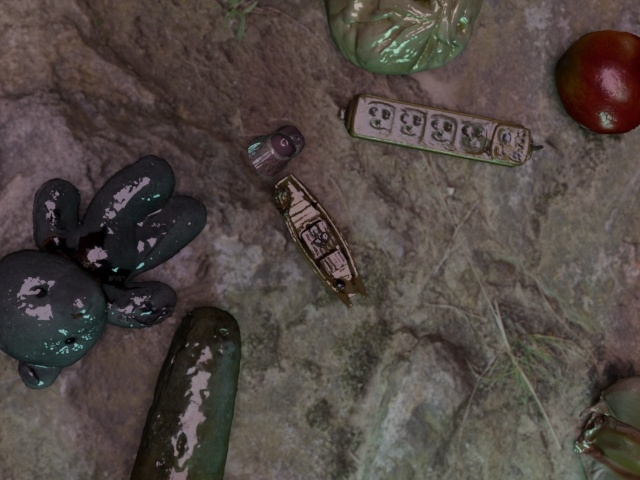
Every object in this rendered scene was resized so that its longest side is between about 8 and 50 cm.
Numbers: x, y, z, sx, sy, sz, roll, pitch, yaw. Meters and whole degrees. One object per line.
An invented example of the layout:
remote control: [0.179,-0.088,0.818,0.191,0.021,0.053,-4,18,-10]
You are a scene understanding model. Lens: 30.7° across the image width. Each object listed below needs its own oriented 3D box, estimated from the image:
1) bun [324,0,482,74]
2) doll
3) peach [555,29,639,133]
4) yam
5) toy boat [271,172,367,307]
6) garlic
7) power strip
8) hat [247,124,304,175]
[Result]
bun: [0.119,-0.336,1.594,0.229,0.145,0.230,-1,99,-9]
doll: [-0.303,0.033,1.554,0.340,0.158,0.246,-36,111,-7]
peach: [0.402,-0.222,1.665,0.151,0.151,0.118,26,46,-10]
yam: [-0.184,0.253,1.613,0.133,0.133,0.330,13,88,-9]
toy boat: [0.000,0.000,1.639,0.064,0.072,0.206,-33,98,-3]
garlic: [0.484,0.300,1.710,0.142,0.178,0.230,-10,117,-38]
power strip: [0.176,-0.156,1.666,0.305,0.044,0.064,10,92,-9]
hat: [-0.060,-0.132,1.640,0.087,0.042,0.058,-33,97,30]
